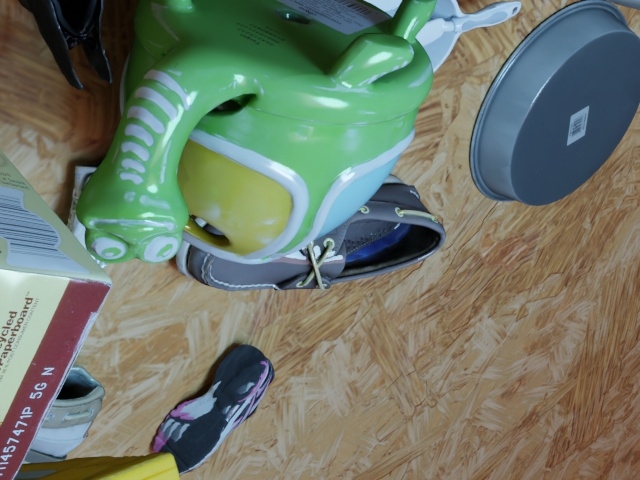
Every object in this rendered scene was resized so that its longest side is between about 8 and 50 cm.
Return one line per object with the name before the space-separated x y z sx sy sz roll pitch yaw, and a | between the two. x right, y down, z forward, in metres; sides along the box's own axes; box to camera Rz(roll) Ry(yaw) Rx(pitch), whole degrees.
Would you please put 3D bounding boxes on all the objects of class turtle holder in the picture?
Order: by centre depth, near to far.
turtle holder | -0.042 -0.091 0.792 0.243 0.320 0.227 13 121 -10

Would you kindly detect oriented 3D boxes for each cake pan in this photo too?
cake pan | 0.317 -0.164 1.301 0.293 0.054 0.293 -27 139 -26

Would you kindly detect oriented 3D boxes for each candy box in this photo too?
candy box | -0.270 0.011 0.628 0.087 0.316 0.183 13 112 -48

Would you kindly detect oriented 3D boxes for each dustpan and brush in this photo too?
dustpan and brush | 0.114 -0.220 1.033 0.211 0.060 0.147 -27 139 -27

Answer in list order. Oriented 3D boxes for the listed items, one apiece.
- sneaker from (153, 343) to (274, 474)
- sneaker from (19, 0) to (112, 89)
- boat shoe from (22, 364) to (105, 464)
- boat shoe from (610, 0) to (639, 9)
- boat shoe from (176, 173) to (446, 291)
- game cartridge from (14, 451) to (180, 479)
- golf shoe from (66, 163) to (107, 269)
sneaker | -0.114 0.206 1.180 0.178 0.072 0.077 -45 155 4
sneaker | -0.185 -0.201 0.718 0.051 0.089 0.170 -21 135 -32
boat shoe | -0.299 0.125 0.887 0.103 0.113 0.302 -48 154 -4
boat shoe | 0.328 -0.328 1.113 0.335 0.112 0.096 -3 108 -59
boat shoe | 0.000 0.000 1.084 0.324 0.096 0.117 -11 130 -40
game cartridge | -0.303 0.214 0.708 0.285 0.323 0.053 -12 86 -48
golf shoe | -0.203 -0.028 0.895 0.176 0.069 0.086 -45 124 -10
